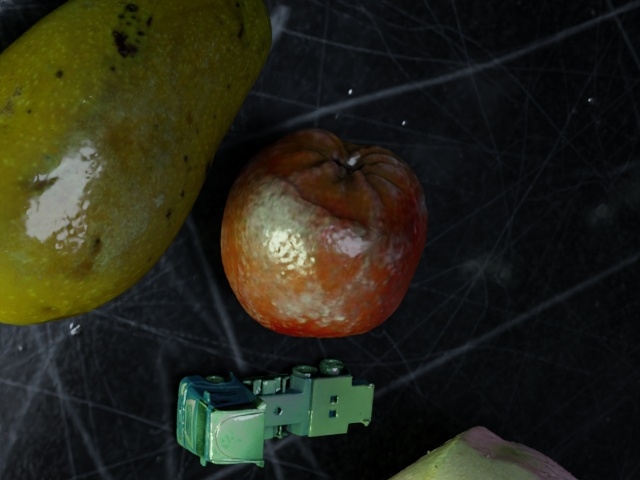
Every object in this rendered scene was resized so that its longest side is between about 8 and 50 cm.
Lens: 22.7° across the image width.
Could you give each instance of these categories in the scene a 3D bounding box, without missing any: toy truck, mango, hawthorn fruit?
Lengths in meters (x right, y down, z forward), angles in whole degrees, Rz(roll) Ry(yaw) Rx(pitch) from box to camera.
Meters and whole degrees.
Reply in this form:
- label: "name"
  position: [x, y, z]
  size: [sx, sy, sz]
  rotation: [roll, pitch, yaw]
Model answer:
- label: "toy truck"
  position: [-0.029, 0.147, 1.342]
  size: [0.175, 0.081, 0.067]
  rotation: [-3, 106, -27]
- label: "mango"
  position: [-0.158, -0.080, 1.176]
  size: [0.329, 0.175, 0.176]
  rotation: [-51, 163, -8]
- label: "hawthorn fruit"
  position: [0.000, 0.000, 1.277]
  size: [0.172, 0.173, 0.173]
  rotation: [-7, 106, -26]

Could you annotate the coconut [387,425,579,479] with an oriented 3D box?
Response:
- label: "coconut"
  position: [0.146, 0.286, 1.387]
  size: [0.233, 0.245, 0.233]
  rotation: [-45, 152, -32]
